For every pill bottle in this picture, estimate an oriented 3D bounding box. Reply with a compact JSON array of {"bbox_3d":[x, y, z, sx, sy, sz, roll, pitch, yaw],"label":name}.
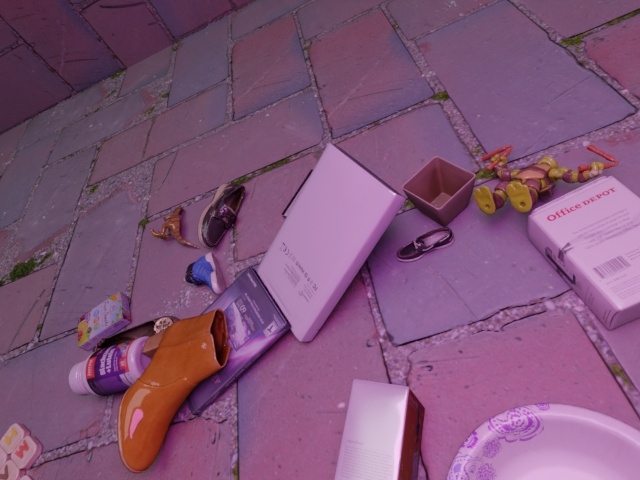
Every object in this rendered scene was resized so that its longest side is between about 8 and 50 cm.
[{"bbox_3d":[-0.471,0.296,0.928,0.194,0.108,0.108,-19,50,13],"label":"pill bottle"}]

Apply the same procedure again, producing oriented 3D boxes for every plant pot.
[{"bbox_3d":[0.258,-0.096,0.866,0.109,0.096,0.109,-42,50,-7],"label":"plant pot"}]

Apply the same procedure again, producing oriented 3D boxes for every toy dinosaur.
[{"bbox_3d":[-0.434,-0.036,1.188,0.112,0.064,0.211,-29,49,3],"label":"toy dinosaur"}]

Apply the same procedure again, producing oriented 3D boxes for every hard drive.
[{"bbox_3d":[0.000,0.000,0.844,0.233,0.047,0.353,49,115,42],"label":"hard drive"}]

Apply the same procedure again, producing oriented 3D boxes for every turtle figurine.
[{"bbox_3d":[0.405,-0.120,0.803,0.217,0.087,0.270,-30,31,-29],"label":"turtle figurine"}]

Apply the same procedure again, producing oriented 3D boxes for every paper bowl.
[{"bbox_3d":[0.297,0.355,0.476,0.285,0.148,0.284,-13,52,18],"label":"paper bowl"}]

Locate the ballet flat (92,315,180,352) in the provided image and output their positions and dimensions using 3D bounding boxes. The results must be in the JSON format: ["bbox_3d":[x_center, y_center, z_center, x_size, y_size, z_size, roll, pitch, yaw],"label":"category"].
[{"bbox_3d":[-0.460,0.242,0.996,0.250,0.058,0.084,-18,51,13],"label":"ballet flat"}]

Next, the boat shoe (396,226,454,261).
[{"bbox_3d":[0.218,0.007,0.848,0.125,0.038,0.046,-19,50,13],"label":"boat shoe"}]

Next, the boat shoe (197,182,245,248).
[{"bbox_3d":[-0.272,-0.078,1.128,0.074,0.080,0.223,-8,48,28],"label":"boat shoe"}]

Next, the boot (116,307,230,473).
[{"bbox_3d":[-0.284,0.287,0.808,0.211,0.104,0.295,-22,49,21],"label":"boot"}]

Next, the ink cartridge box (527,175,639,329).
[{"bbox_3d":[0.484,0.014,0.675,0.159,0.092,0.217,-26,50,6],"label":"ink cartridge box"}]

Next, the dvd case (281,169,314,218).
[{"bbox_3d":[0.024,-0.103,1.041,0.221,0.018,0.164,17,66,34],"label":"dvd case"}]

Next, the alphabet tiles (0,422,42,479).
[{"bbox_3d":[-0.770,0.582,0.922,0.278,0.021,0.284,14,64,34],"label":"alphabet tiles"}]

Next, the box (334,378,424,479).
[{"bbox_3d":[0.095,0.319,0.615,0.091,0.130,0.170,-1,56,27],"label":"box"}]

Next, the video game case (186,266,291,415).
[{"bbox_3d":[-0.209,0.213,0.889,0.274,0.026,0.196,-44,48,2],"label":"video game case"}]

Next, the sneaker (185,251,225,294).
[{"bbox_3d":[-0.296,0.098,1.020,0.085,0.058,0.152,-29,44,-3],"label":"sneaker"}]

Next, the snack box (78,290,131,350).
[{"bbox_3d":[-0.588,0.217,1.092,0.141,0.037,0.100,-33,49,0],"label":"snack box"}]
